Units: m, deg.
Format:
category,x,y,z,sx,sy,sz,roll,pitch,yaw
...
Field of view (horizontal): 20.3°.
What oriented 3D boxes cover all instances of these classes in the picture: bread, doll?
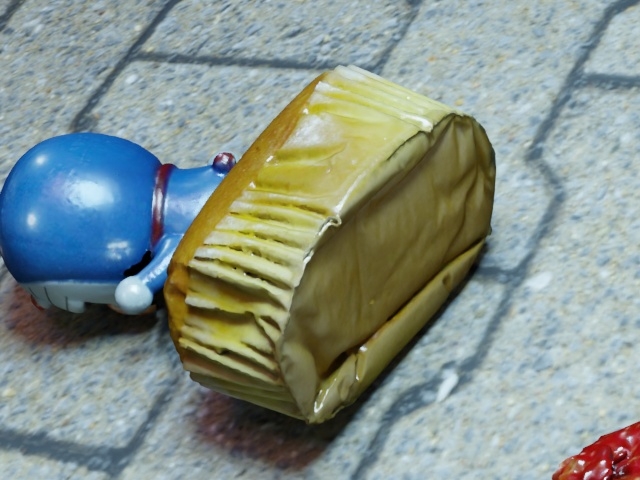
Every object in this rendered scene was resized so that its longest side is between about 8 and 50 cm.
category,x,y,z,sx,sy,sz,roll,pitch,yaw
bread,0.000,0.000,1.385,0.156,0.204,0.288,19,59,33
doll,-0.146,-0.011,1.526,0.257,0.161,0.215,5,30,7

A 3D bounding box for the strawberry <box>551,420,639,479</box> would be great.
category,x,y,z,sx,sy,sz,roll,pitch,yaw
strawberry,0.242,0.172,1.100,0.286,0.106,0.188,-40,68,-2
